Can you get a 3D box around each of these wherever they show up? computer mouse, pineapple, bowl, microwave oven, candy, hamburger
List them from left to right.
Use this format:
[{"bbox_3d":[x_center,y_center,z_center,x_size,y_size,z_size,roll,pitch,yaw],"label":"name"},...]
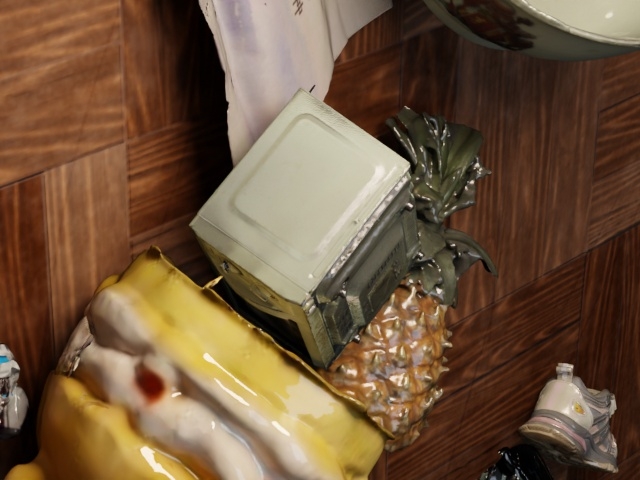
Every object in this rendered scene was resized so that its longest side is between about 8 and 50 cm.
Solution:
[{"bbox_3d":[-0.296,0.122,1.259,0.226,0.051,0.094,-2,112,-50],"label":"candy"},{"bbox_3d":[-0.103,0.158,1.348,0.237,0.276,0.276,-51,141,-4],"label":"hamburger"},{"bbox_3d":[0.000,0.000,1.429,0.163,0.129,0.205,-50,164,-10],"label":"microwave oven"},{"bbox_3d":[0.074,0.033,1.599,0.170,0.141,0.310,20,84,-25],"label":"pineapple"},{"bbox_3d":[0.222,0.319,1.952,0.146,0.077,0.242,-55,143,-34],"label":"computer mouse"},{"bbox_3d":[0.173,-0.265,1.501,0.337,0.337,0.157,-29,169,-39],"label":"bowl"}]

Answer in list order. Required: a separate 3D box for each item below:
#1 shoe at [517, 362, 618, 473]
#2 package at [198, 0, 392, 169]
[{"bbox_3d":[0.284,0.201,1.985,0.180,0.089,0.092,36,67,-54],"label":"shoe"},{"bbox_3d":[-0.031,-0.208,1.417,0.251,0.062,0.204,-52,142,-40],"label":"package"}]
